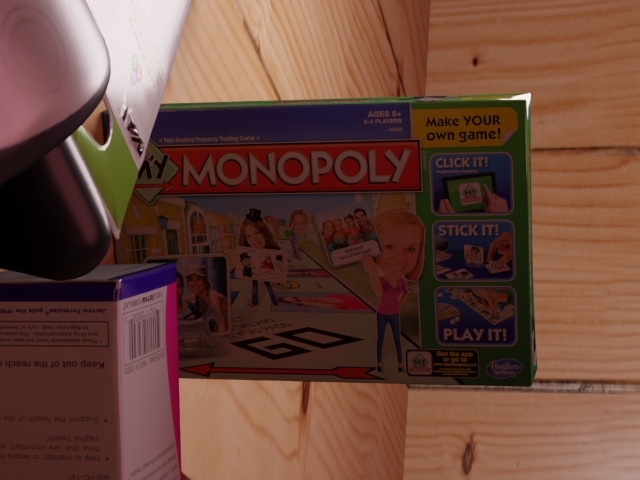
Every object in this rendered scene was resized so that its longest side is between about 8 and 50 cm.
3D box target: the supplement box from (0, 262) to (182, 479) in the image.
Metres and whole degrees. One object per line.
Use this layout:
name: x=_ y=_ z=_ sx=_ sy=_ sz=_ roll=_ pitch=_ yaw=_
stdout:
supplement box: x=-0.150 y=0.128 z=0.800 sx=0.111 sy=0.114 sz=0.220 roll=-17 pitch=105 yaw=-78

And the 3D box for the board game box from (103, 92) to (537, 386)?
board game box: x=0.000 y=0.000 z=1.006 sx=0.046 sy=0.317 sz=0.213 roll=-47 pitch=135 yaw=-71

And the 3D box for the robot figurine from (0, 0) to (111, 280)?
robot figurine: x=-0.181 y=-0.094 z=0.450 sx=0.209 sy=0.174 sz=0.278 roll=-69 pitch=138 yaw=-61

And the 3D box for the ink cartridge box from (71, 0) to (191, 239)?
ink cartridge box: x=-0.159 y=-0.157 z=0.806 sx=0.188 sy=0.097 sz=0.255 roll=75 pitch=21 yaw=-51
